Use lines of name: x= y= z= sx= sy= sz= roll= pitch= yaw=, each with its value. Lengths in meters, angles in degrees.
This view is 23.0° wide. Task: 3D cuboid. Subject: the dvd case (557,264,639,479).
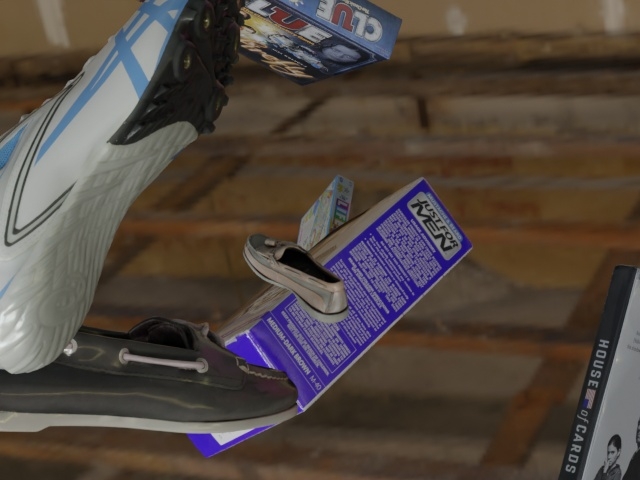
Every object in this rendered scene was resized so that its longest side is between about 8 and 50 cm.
dvd case: x=0.267 y=0.154 z=1.273 sx=0.179 sy=0.238 sz=0.030 roll=20 pitch=173 yaw=-43

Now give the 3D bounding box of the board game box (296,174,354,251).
board game box: x=0.000 y=0.000 z=2.074 sx=0.026 sy=0.103 sz=0.154 roll=26 pitch=-136 yaw=-16

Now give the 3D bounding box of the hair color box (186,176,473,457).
hair color box: x=-0.003 y=0.078 z=1.694 sx=0.185 sy=0.110 sz=0.339 roll=-31 pitch=-175 yaw=46

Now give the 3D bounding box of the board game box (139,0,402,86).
board game box: x=-0.071 y=-0.218 z=1.396 sx=0.243 sy=0.042 sz=0.165 roll=25 pitch=165 yaw=-25

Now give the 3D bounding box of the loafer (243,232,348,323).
loafer: x=-0.019 y=0.022 z=1.320 sx=0.045 sy=0.039 sz=0.125 roll=-21 pitch=-137 yaw=-33

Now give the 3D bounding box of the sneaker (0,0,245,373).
sneaker: x=-0.113 y=-0.049 z=0.753 sx=0.086 sy=0.085 sz=0.237 roll=24 pitch=-110 yaw=20

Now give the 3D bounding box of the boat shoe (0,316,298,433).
boat shoe: x=-0.142 y=0.083 z=1.109 sx=0.335 sy=0.095 sz=0.112 roll=5 pitch=-179 yaw=-42
